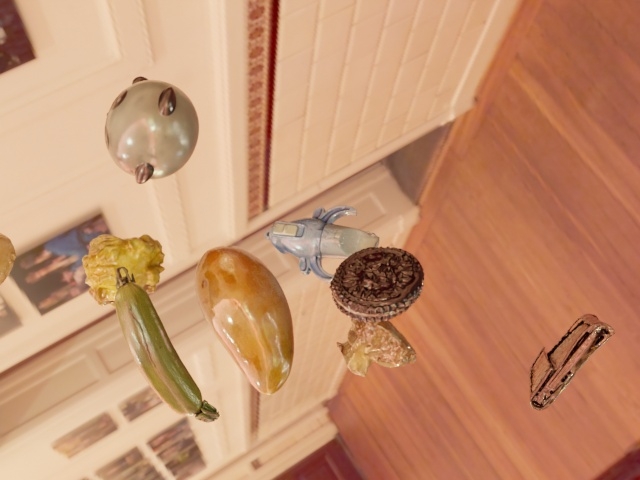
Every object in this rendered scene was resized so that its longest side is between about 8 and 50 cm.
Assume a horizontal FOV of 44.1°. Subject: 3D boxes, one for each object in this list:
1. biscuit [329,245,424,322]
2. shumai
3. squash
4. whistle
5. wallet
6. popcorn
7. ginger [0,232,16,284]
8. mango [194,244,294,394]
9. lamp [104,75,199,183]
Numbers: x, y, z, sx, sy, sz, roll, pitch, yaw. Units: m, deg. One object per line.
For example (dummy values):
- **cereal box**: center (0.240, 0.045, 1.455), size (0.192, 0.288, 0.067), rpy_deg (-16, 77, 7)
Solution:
- **biscuit**: center (0.114, 0.085, 1.578), size (0.194, 0.195, 0.053), rpy_deg (43, 155, 45)
- **shumai**: center (0.123, 0.250, 1.866), size (0.161, 0.153, 0.209), rpy_deg (55, -175, 40)
- **squash**: center (-0.280, 0.194, 1.358), size (0.318, 0.080, 0.071), rpy_deg (61, 157, -11)
- **whistle**: center (0.000, 0.000, 1.740), size (0.269, 0.180, 0.093), rpy_deg (9, 158, 19)
- **wallet**: center (0.319, 0.149, 1.036), size (0.039, 0.133, 0.243), rpy_deg (42, -171, 13)
- **popcorn**: center (-0.437, 0.064, 1.763), size (0.197, 0.198, 0.155), rpy_deg (106, 151, -68)
- **ginger**: center (-0.455, 0.126, 0.855), size (0.148, 0.333, 0.081), rpy_deg (17, 157, -8)
- **mango**: center (-0.171, 0.182, 1.894), size (0.221, 0.199, 0.384), rpy_deg (103, 144, -72)
- **lamp**: center (-0.338, -0.226, 1.567), size (0.244, 0.198, 0.197), rpy_deg (47, 161, 60)
